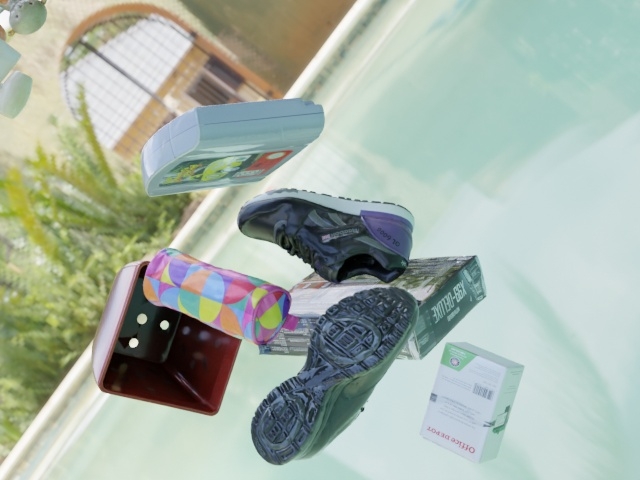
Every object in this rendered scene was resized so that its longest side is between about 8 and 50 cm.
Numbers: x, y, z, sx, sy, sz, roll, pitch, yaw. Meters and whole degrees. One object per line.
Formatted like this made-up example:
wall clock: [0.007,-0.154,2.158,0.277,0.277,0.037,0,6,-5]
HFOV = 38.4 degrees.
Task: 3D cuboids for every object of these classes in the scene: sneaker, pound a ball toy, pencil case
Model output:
sneaker: [0.029,0.179,1.223,0.286,0.109,0.130,-48,-31,7]
sneaker: [0.000,0.000,1.429,0.107,0.283,0.124,80,-163,-54]
pound a ball toy: [-0.605,-0.342,1.496,0.135,0.319,0.208,-56,23,-9]
pencil case: [-0.153,0.084,1.369,0.104,0.236,0.104,-35,-46,-45]

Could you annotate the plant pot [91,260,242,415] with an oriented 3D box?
plant pot: [-0.337,0.188,1.927,0.236,0.267,0.267,12,83,59]

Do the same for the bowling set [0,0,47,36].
bowling set: [-0.299,-0.382,1.079,0.287,0.154,0.200,-47,-4,-13]

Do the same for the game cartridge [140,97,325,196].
game cartridge: [-0.136,-0.119,1.232,0.294,0.196,0.060,154,110,-66]

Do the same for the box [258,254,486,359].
box: [0.079,0.105,1.490,0.307,0.076,0.242,-4,19,35]

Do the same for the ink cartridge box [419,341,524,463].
ink cartridge box: [0.327,0.349,1.993,0.093,0.160,0.219,6,-78,-53]
